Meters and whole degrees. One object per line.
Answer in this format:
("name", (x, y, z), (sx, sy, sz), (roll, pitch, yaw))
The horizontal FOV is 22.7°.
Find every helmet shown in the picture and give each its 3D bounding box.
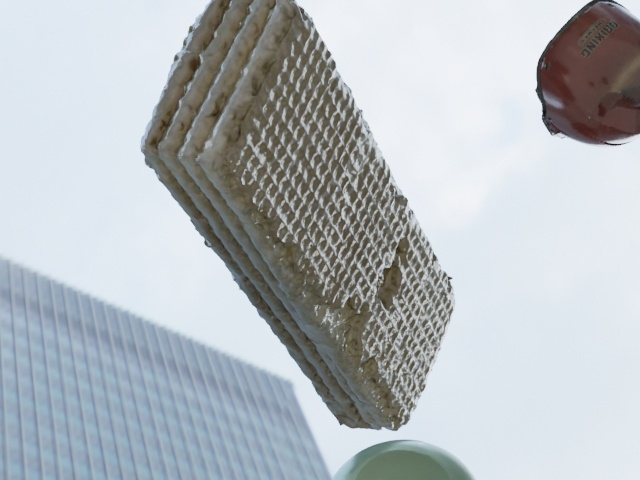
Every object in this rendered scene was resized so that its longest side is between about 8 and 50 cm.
("helmet", (0.139, -0.069, 0.743), (0.065, 0.049, 0.084), (-48, -33, -6))

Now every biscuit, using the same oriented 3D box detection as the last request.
("biscuit", (0.000, 0.000, 1.129), (0.144, 0.078, 0.426), (-66, -29, -20))

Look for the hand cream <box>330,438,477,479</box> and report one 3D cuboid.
("hand cream", (0.061, 0.239, 0.975), (0.147, 0.093, 0.306), (-53, -30, -34))
